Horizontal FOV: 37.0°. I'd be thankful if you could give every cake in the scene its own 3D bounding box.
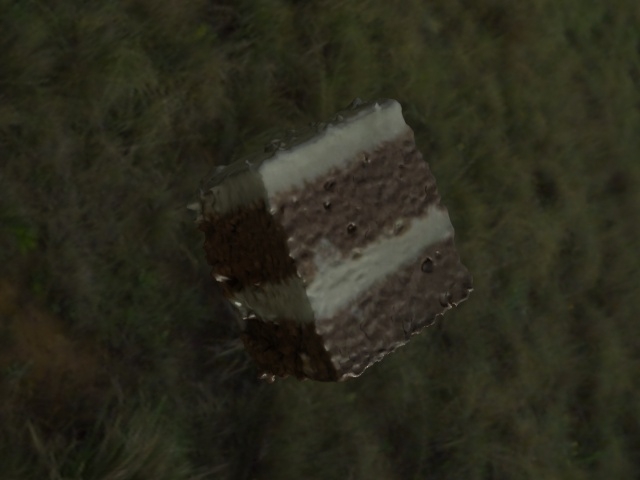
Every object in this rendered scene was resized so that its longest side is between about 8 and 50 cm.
[{"bbox_3d":[0.000,0.000,0.624,0.134,0.135,0.147,-33,102,-28],"label":"cake"}]
